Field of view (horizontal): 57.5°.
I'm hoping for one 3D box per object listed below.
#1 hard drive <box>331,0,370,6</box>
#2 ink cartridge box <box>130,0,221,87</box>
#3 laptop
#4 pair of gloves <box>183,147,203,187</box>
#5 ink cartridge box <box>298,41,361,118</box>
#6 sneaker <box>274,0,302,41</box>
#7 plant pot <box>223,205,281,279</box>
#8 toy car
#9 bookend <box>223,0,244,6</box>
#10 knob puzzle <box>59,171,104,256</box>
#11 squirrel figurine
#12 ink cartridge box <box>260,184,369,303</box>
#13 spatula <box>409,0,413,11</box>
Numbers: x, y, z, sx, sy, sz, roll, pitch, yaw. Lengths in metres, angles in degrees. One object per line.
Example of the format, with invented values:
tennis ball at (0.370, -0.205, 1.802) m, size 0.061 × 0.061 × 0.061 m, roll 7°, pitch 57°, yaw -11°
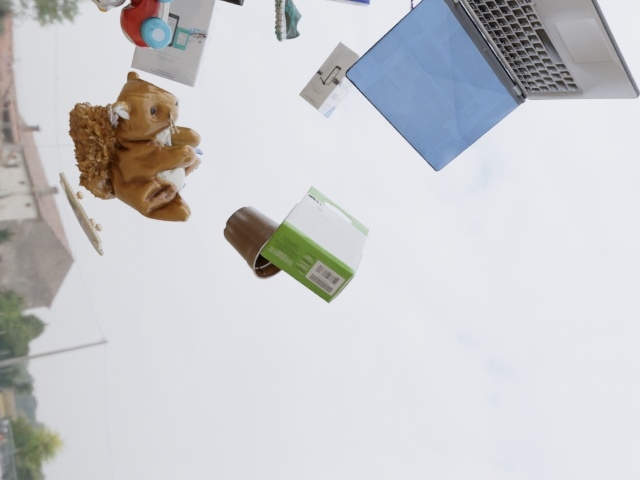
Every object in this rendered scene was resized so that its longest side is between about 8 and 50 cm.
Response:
hard drive at (0.040, -0.776, 1.476) m, size 0.040 × 0.210 × 0.318 m, roll -148°, pitch -117°, yaw -75°
ink cartridge box at (-0.437, -0.636, 1.791) m, size 0.198 × 0.197 × 0.270 m, roll -106°, pitch -146°, yaw -72°
laptop at (0.345, -0.319, 1.182) m, size 0.408 × 0.382 × 0.236 m, roll 16°, pitch -106°, yaw 50°
pair of gloves at (-0.482, -0.250, 2.031) m, size 0.023 × 0.198 × 0.159 m, roll 31°, pitch -15°, yaw 16°
ink cartridge box at (0.042, -0.492, 1.805) m, size 0.086 × 0.148 × 0.203 m, roll 41°, pitch -81°, yaw 9°
sneaker at (-0.090, -0.656, 1.670) m, size 0.065 × 0.076 × 0.166 m, roll -132°, pitch -141°, yaw -53°
plant pot at (-0.175, -0.005, 1.643) m, size 0.165 × 0.167 × 0.167 m, roll 39°, pitch -48°, yaw 29°
toy car at (-0.494, -0.595, 1.424) m, size 0.219 × 0.238 × 0.210 m, roll 44°, pitch -57°, yaw 53°
bookend at (-0.215, -0.626, 1.287) m, size 0.072 × 0.157 × 0.156 m, roll 21°, pitch -79°, yaw 16°
knob puzzle at (-0.525, -0.054, 1.307) m, size 0.213 × 0.030 × 0.213 m, roll 45°, pitch -28°, yaw 32°
squirrel figurine at (-0.548, -0.283, 1.672) m, size 0.370 × 0.397 × 0.281 m, roll 90°, pitch 5°, yaw -48°
ink cartridge box at (0.000, 0.000, 1.325) m, size 0.189 × 0.255 × 0.097 m, roll 37°, pitch -64°, yaw -4°
spatula at (0.251, -0.620, 1.406) m, size 0.296 × 0.030 × 0.084 m, roll 115°, pitch -23°, yaw -65°
